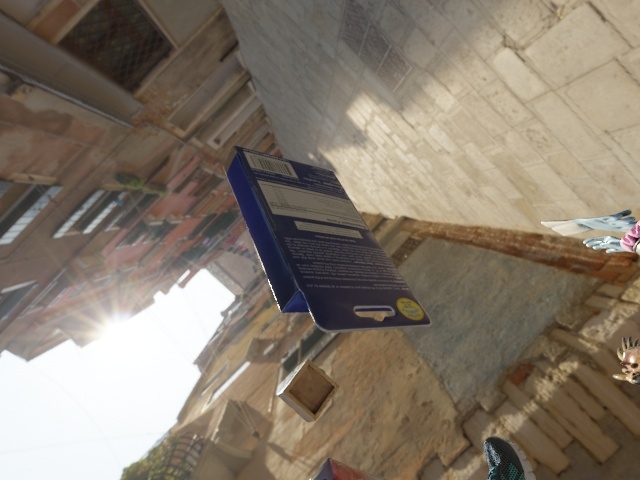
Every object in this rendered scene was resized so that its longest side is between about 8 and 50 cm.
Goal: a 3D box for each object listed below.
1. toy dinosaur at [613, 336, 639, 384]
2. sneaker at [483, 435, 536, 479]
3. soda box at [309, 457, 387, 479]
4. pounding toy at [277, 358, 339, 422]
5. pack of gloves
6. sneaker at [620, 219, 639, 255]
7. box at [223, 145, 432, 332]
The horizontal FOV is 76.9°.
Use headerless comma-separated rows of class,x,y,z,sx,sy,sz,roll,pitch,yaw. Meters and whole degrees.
toy dinosaur,0.694,0.263,0.785,0.295,0.200,0.127,45,-146,-33
sneaker,0.232,0.324,0.509,0.076,0.065,0.166,9,-150,-5
soda box,0.095,0.420,0.593,0.263,0.083,0.092,34,-169,-25
pounding toy,-0.021,0.399,1.083,0.130,0.141,0.100,41,147,3
pack of gloves,0.678,-0.025,0.930,0.195,0.046,0.232,23,174,-12
sneaker,0.350,-0.014,0.398,0.119,0.047,0.057,71,-176,-50
box,0.000,0.000,0.389,0.136,0.036,0.225,7,-140,-38
